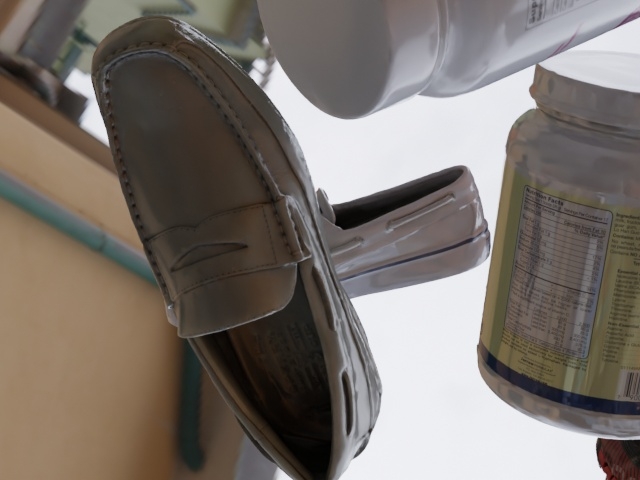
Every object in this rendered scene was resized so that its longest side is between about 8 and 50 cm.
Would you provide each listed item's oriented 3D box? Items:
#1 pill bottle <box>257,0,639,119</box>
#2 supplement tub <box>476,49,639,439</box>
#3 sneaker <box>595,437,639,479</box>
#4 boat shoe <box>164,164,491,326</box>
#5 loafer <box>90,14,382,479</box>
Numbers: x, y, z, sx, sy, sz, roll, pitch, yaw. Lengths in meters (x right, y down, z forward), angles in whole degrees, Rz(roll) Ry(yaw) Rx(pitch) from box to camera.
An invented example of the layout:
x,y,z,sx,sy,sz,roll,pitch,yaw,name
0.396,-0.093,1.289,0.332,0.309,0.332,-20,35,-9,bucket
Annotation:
x,y,z,sx,sy,sz,roll,pitch,yaw,name
0.108,-0.188,0.853,0.283,0.160,0.160,-25,-136,-30,pill bottle
0.281,-0.002,1.232,0.235,0.235,0.324,21,-65,37,supplement tub
0.409,0.272,1.428,0.276,0.098,0.135,-130,-142,-49,sneaker
0.000,0.000,0.999,0.258,0.084,0.095,-15,-160,-6,boat shoe
-0.048,0.014,0.798,0.112,0.319,0.111,-21,-157,18,loafer
